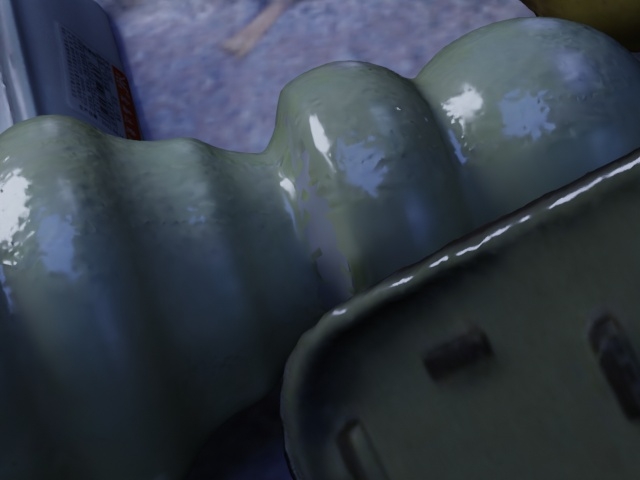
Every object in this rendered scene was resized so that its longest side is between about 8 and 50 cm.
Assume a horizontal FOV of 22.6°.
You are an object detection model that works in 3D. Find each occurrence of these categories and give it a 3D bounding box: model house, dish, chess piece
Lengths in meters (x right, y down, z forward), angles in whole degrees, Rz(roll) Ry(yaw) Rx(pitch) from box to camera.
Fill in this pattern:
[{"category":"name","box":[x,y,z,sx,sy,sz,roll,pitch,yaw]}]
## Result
[{"category":"model house","box":[0.171,0.061,0.452,0.278,0.218,0.205,-20,-5,-44]},{"category":"dish","box":[-0.159,-0.052,0.672,0.154,0.064,0.234,-21,47,-1]},{"category":"chess piece","box":[0.000,0.000,0.542,0.251,0.144,0.144,-17,48,-6]}]

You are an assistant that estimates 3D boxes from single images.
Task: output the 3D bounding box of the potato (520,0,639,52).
[{"category":"potato","box":[0.142,-0.149,0.615,0.300,0.140,0.173,14,49,20]}]
